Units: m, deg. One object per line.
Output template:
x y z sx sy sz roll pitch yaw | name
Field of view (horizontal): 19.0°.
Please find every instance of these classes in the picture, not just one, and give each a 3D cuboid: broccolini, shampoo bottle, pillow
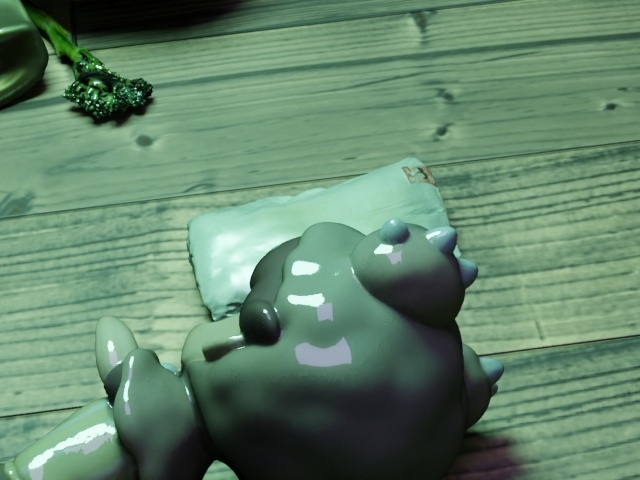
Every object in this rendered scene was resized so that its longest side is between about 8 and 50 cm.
-0.253 -0.182 1.889 0.254 0.071 0.057 38 97 45 | broccolini
-0.389 -0.254 1.933 0.125 0.084 0.350 -30 46 -11 | shampoo bottle
0.000 0.000 1.634 0.229 0.051 0.128 -15 50 -11 | pillow

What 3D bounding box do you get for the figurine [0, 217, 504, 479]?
-0.052 0.125 1.380 0.380 0.248 0.203 -21 48 -2 | figurine
